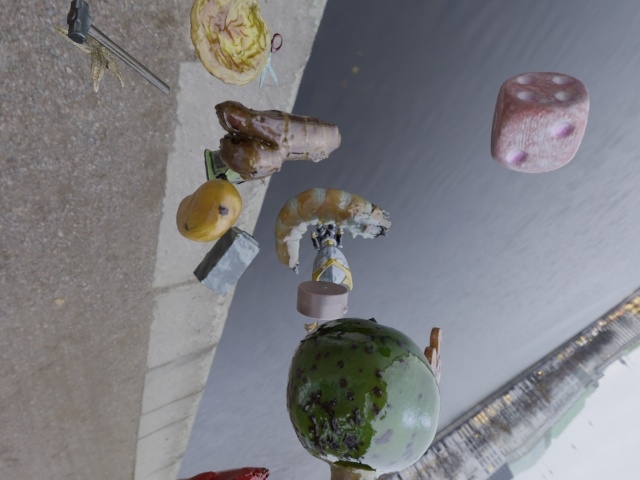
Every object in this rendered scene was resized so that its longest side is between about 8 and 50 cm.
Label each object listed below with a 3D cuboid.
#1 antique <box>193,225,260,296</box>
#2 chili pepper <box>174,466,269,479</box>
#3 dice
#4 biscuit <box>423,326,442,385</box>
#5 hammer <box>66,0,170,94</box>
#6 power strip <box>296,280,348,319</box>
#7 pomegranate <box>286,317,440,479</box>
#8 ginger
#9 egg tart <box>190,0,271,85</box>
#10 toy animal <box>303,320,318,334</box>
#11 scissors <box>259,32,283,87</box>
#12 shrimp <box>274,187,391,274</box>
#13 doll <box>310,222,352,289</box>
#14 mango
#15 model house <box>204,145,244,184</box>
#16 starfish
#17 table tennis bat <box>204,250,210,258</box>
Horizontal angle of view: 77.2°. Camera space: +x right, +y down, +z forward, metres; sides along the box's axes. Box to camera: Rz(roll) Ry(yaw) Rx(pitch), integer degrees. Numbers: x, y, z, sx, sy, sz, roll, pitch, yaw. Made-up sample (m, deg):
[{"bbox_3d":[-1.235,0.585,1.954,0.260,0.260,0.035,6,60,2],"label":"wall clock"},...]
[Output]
[{"bbox_3d":[-0.259,0.052,1.127,0.088,0.086,0.183,42,82,-36],"label":"antique"},{"bbox_3d":[-0.325,0.704,1.124,0.388,0.110,0.110,-21,151,7],"label":"chili pepper"},{"bbox_3d":[0.264,-0.145,0.494,0.094,0.091,0.093,78,24,-47],"label":"dice"},{"bbox_3d":[0.386,0.467,1.384,0.202,0.047,0.333,-44,138,-52],"label":"biscuit"},{"bbox_3d":[-0.594,-0.558,1.227,0.044,0.111,0.365,-9,164,20],"label":"hammer"},{"bbox_3d":[0.007,0.172,1.180,0.154,0.154,0.078,-3,102,-44],"label":"power strip"},{"bbox_3d":[0.062,0.253,0.621,0.255,0.270,0.254,6,154,3],"label":"pomegranate"},{"bbox_3d":[-0.131,-0.302,1.295,0.419,0.176,0.254,-3,113,-26],"label":"ginger"},{"bbox_3d":[-0.231,-0.516,1.013,0.241,0.106,0.240,-20,119,-41],"label":"egg tart"},{"bbox_3d":[-0.032,0.346,1.527,0.061,0.083,0.081,-3,-177,17],"label":"toy animal"},{"bbox_3d":[-0.221,-0.730,1.650,0.145,0.017,0.247,-9,152,-7],"label":"scissors"},{"bbox_3d":[-0.008,-0.027,0.892,0.287,0.068,0.185,-32,118,25],"label":"shrimp"},{"bbox_3d":[0.039,0.066,1.526,0.146,0.103,0.316,-12,100,-32],"label":"doll"},{"bbox_3d":[-0.274,-0.070,0.981,0.109,0.262,0.157,26,76,-31],"label":"mango"},{"bbox_3d":[-0.436,-0.389,2.094,0.279,0.204,0.218,-9,-179,8],"label":"model house"},{"bbox_3d":[-0.706,-0.593,1.265,0.062,0.277,0.236,-25,173,21],"label":"starfish"},{"bbox_3d":[-0.453,0.094,1.905,0.170,0.107,0.119,-16,170,28],"label":"table tennis bat"}]
